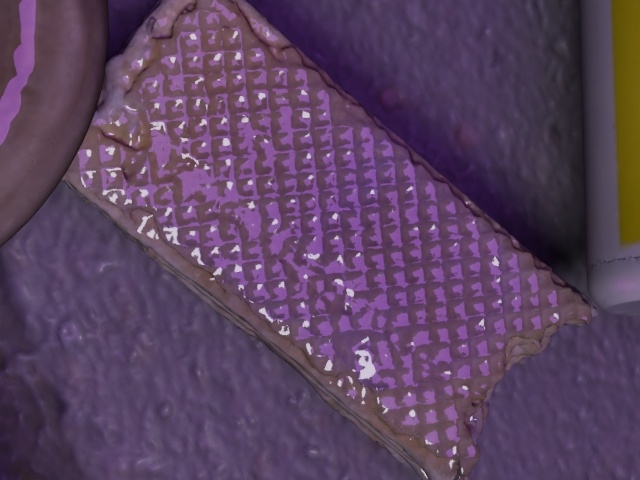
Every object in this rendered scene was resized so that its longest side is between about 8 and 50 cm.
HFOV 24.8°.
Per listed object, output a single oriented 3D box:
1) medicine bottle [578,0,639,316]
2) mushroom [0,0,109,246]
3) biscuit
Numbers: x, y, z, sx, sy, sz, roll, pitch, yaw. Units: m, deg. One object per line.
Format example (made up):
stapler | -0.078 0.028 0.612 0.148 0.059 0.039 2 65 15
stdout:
medicine bottle | 0.181 -0.098 0.621 0.143 0.143 0.258 3 80 -16
mushroom | -0.176 -0.075 0.486 0.207 0.215 0.207 -1 96 -6
biscuit | 0.000 0.000 0.621 0.239 0.062 0.108 40 82 -12
